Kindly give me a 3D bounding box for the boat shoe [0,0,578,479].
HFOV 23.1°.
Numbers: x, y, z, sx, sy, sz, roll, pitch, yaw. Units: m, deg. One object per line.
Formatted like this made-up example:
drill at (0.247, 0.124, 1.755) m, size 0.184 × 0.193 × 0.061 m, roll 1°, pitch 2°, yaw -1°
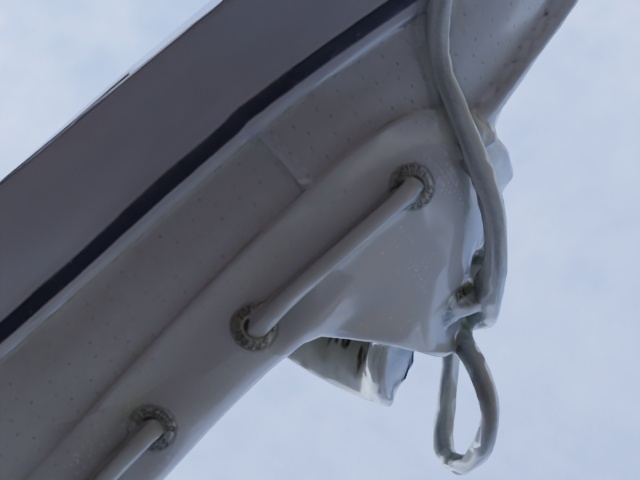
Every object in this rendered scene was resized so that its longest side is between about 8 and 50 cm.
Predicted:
boat shoe at (0.001, 0.001, 0.477) m, size 0.367 × 0.136 × 0.156 m, roll -42°, pitch -80°, yaw -11°
